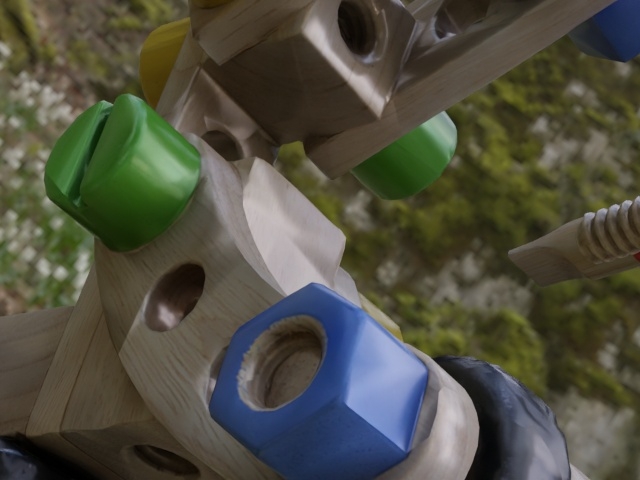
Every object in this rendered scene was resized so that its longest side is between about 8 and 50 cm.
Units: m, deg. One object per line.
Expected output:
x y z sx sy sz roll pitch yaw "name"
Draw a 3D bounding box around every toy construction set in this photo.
0.000 0.000 0.482 0.237 0.257 0.309 -20 -22 39 "toy construction set"
